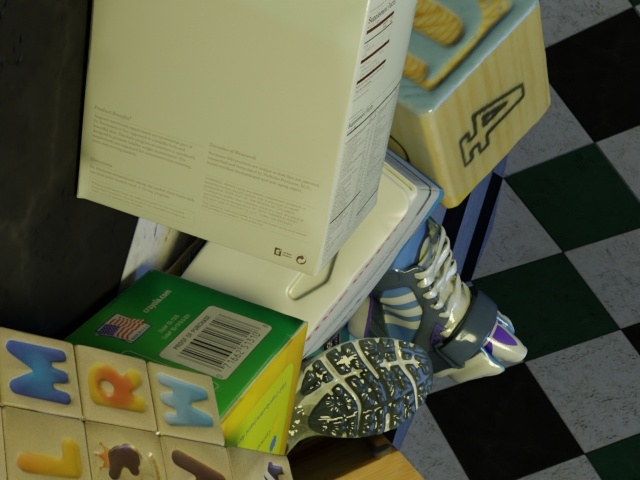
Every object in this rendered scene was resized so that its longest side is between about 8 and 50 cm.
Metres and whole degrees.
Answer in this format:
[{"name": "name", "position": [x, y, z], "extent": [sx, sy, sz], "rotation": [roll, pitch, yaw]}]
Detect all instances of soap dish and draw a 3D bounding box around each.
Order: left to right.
[{"name": "soap dish", "position": [-0.023, 0.307, 1.235], "extent": [0.229, 0.290, 0.118], "rotation": [-164, -129, -81]}]

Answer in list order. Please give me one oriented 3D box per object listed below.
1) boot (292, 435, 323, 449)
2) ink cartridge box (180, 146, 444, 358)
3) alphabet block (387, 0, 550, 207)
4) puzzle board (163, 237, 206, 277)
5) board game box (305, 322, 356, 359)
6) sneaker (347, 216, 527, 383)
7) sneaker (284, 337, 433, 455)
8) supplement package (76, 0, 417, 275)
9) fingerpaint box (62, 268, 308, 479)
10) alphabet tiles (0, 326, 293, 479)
[{"name": "boot", "position": [0.058, 0.266, 1.774], "extent": [0.229, 0.091, 0.263], "rotation": [-49, -167, 37]}, {"name": "ink cartridge box", "position": [0.000, 0.000, 1.128], "extent": [0.223, 0.129, 0.307], "rotation": [-52, 173, 8]}, {"name": "alphabet block", "position": [0.130, -0.192, 1.284], "extent": [0.193, 0.192, 0.197], "rotation": [-44, 150, -11]}, {"name": "puzzle board", "position": [-0.142, 0.061, 1.063], "extent": [0.128, 0.011, 0.096], "rotation": [-54, 157, -53]}, {"name": "board game box", "position": [0.058, 0.041, 1.682], "extent": [0.336, 0.079, 0.254], "rotation": [89, 23, -54]}, {"name": "sneaker", "position": [0.166, 0.067, 1.438], "extent": [0.323, 0.236, 0.130], "rotation": [98, 17, -54]}, {"name": "sneaker", "position": [-0.016, 0.166, 1.244], "extent": [0.122, 0.283, 0.110], "rotation": [-142, -143, -75]}, {"name": "supplement package", "position": [-0.050, -0.118, 0.809], "extent": [0.149, 0.194, 0.203], "rotation": [-50, 155, -59]}, {"name": "fingerpaint box", "position": [-0.187, 0.285, 0.845], "extent": [0.445, 0.163, 0.371], "rotation": [-47, 151, -59]}, {"name": "alphabet tiles", "position": [-0.128, 0.179, 0.645], "extent": [0.011, 0.342, 0.285], "rotation": [-40, -131, 31]}]
